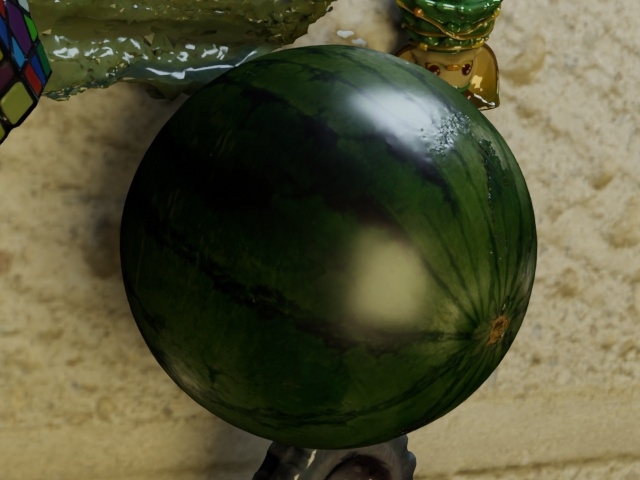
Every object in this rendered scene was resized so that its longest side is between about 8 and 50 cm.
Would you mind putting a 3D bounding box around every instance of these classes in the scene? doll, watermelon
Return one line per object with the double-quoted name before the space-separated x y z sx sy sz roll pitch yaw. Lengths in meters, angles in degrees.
"doll" 0.081 -0.135 1.126 0.078 0.076 0.113 -4 138 -9
"watermelon" 0.004 0.003 0.982 0.242 0.242 0.242 -11 109 -33

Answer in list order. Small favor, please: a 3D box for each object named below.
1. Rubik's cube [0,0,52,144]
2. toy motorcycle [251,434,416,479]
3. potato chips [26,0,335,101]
"Rubik's cube" -0.200 -0.088 0.842 0.112 0.133 0.133 -23 119 -58
"toy motorcycle" 0.041 0.299 1.139 0.232 0.172 0.416 -50 134 -21
"potato chips" -0.112 -0.249 0.933 0.429 0.070 0.358 -3 112 -32
